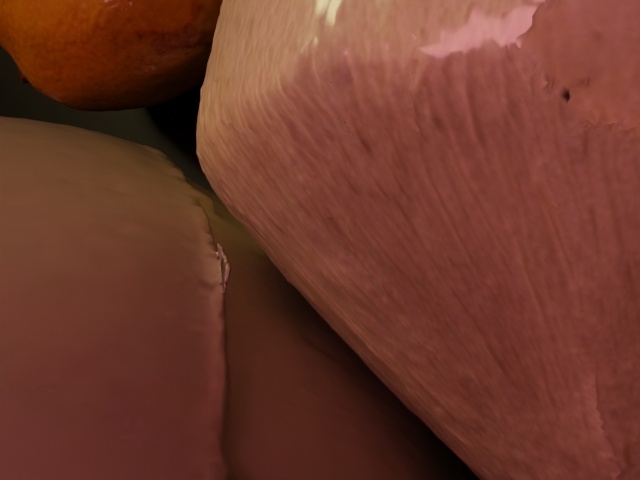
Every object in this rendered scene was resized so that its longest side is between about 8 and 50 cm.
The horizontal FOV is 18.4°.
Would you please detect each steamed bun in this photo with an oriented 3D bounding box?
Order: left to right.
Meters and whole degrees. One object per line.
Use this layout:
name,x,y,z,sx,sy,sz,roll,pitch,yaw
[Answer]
steamed bun,-0.106,0.131,0.552,0.334,0.334,0.374,-60,21,14

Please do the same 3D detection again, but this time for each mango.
mango,-0.066,-0.107,0.786,0.165,0.089,0.115,-2,65,45

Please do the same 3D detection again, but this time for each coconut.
coconut,0.094,-0.050,0.473,0.237,0.237,0.266,-6,65,47
